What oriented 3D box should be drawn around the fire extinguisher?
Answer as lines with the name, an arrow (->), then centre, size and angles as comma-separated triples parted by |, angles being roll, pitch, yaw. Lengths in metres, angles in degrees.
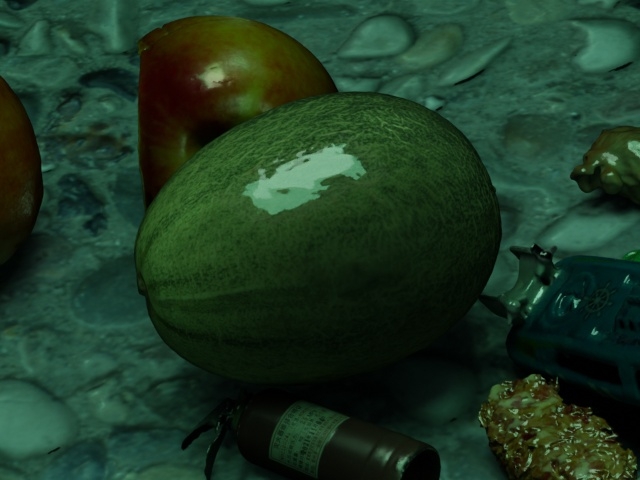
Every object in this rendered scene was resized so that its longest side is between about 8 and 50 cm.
fire extinguisher -> -0.017, 0.185, 1.600 | 0.231, 0.071, 0.099 | 16, 72, 31

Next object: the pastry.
pastry -> 0.197, 0.180, 1.559 | 0.087, 0.063, 0.169 | -27, 37, -15

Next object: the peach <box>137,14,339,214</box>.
peach -> -0.087, -0.099, 1.859 | 0.245, 0.248, 0.274 | 17, 15, -18

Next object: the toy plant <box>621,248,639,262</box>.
toy plant -> 0.326, 0.054, 1.659 | 0.143, 0.105, 0.200 | -40, 30, -21

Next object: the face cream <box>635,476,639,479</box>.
face cream -> 0.348, 0.173, 1.503 | 0.311, 0.092, 0.092 | -34, 43, -27

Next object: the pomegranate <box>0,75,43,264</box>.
pomegranate -> -0.409, -0.067, 1.846 | 0.229, 0.252, 0.270 | -25, 9, 24

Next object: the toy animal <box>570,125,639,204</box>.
toy animal -> 0.402, -0.089, 1.830 | 0.312, 0.097, 0.157 | -15, 31, -9

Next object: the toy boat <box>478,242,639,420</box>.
toy boat -> 0.253, 0.066, 1.559 | 0.299, 0.092, 0.134 | 9, 64, 59

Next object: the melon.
melon -> 0.000, 0.000, 1.635 | 0.329, 0.248, 0.248 | -18, 38, -12
